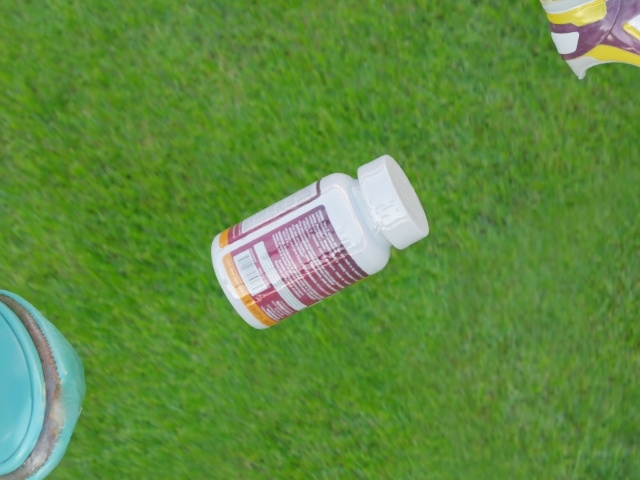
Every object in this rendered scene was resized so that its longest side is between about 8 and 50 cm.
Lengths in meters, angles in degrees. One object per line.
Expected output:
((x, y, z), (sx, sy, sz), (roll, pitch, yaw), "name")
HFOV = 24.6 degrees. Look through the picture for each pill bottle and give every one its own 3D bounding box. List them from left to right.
((0.000, 0.000, 1.621), (0.221, 0.121, 0.121), (-27, 66, 15), "pill bottle")

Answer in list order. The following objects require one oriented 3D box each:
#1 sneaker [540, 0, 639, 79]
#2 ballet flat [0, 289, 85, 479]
((0.256, -0.170, 1.054), (0.185, 0.084, 0.069), (-10, 33, 30), "sneaker")
((-0.163, 0.064, 0.700), (0.247, 0.087, 0.083), (15, 79, 47), "ballet flat")
